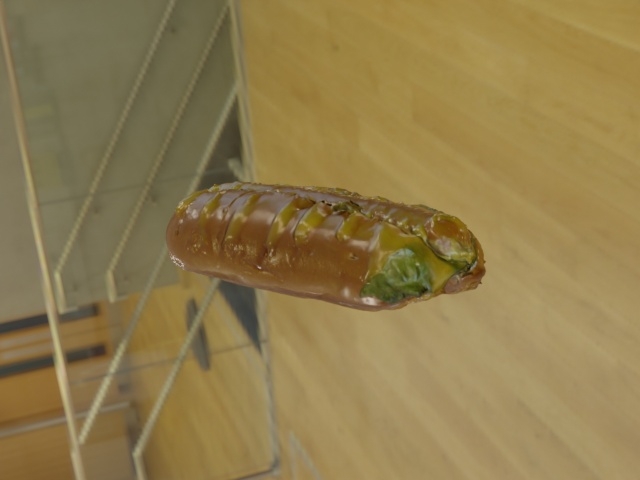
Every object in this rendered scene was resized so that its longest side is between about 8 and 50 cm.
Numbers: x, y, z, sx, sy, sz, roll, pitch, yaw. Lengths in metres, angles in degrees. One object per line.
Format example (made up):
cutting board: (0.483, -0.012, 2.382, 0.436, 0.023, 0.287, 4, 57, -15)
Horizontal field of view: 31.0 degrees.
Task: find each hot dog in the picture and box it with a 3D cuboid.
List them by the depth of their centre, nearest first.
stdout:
hot dog: (0.000, 0.000, 0.813, 0.269, 0.115, 0.072, 8, 99, 41)
